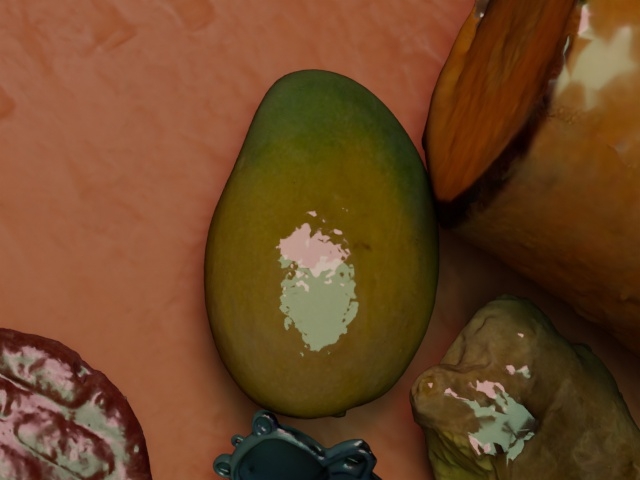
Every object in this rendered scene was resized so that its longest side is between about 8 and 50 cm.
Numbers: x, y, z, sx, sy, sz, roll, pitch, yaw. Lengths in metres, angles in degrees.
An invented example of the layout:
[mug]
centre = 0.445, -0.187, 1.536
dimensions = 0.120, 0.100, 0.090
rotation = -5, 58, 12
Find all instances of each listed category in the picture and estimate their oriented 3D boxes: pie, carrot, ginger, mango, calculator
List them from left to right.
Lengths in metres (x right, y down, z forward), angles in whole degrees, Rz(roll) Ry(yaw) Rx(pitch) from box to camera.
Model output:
[pie]
centre = -0.172, 0.135, 0.915
dimensions = 0.182, 0.049, 0.182
rotation = 3, 78, -12
[mango]
centre = 0.000, 0.000, 0.959
dimensions = 0.130, 0.092, 0.195
rotation = -3, 72, -10
[calculator]
centre = 0.008, 0.145, 0.941
dimensions = 0.141, 0.019, 0.094
rotation = 38, 120, -11
[ginger]
centre = 0.178, 0.125, 0.978
dimensions = 0.294, 0.086, 0.131
rotation = 20, 67, -16
[carrot]
centre = 0.230, -0.021, 0.928
dimensions = 0.340, 0.224, 0.224
rotation = 25, 76, -14
